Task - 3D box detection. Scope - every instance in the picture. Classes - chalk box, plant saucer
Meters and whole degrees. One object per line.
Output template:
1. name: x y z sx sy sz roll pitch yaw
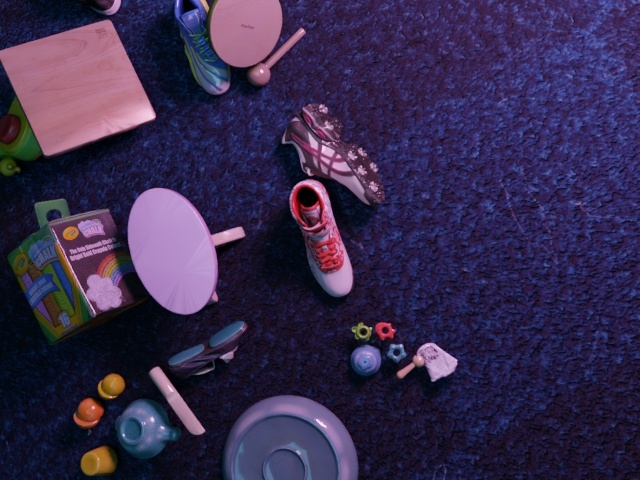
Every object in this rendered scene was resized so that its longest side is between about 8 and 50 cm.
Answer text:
1. chalk box: -0.546 0.049 1.778 0.179 0.180 0.289 -30 84 33
2. plant saucer: -0.075 0.506 1.792 0.317 0.043 0.318 0 88 12

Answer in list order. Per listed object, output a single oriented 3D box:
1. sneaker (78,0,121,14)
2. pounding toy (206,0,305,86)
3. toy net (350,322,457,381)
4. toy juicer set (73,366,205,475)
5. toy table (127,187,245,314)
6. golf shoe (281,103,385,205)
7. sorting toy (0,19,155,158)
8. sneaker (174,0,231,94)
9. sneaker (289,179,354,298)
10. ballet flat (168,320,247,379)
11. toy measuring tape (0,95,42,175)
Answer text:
1. sneaker: -0.571 -0.595 1.836 0.234 0.106 0.078 29 94 7
2. pounding toy: -0.171 -0.465 1.750 0.110 0.237 0.183 35 89 41
3. toy net: 0.182 0.243 1.765 0.232 0.045 0.122 4 89 7
4. toy juicer set: -0.415 0.393 1.840 0.328 0.089 0.209 -25 74 16
5. toy table: -0.301 0.021 1.775 0.252 0.161 0.275 -9 90 8
6. golf shoe: 0.032 -0.170 1.766 0.120 0.105 0.273 -43 80 25
7. sorting toy: -0.540 -0.327 1.800 0.257 0.089 0.256 -24 84 -22
8. sneaker: -0.273 -0.441 1.782 0.091 0.126 0.240 -22 87 8
9. sneaker: -0.001 0.000 1.736 0.090 0.145 0.270 -15 89 8
10. ballet flat: -0.243 0.253 1.821 0.203 0.074 0.074 -29 86 2
11. toy measuring tape: -0.652 -0.298 1.848 0.121 0.121 0.330 22 88 8
